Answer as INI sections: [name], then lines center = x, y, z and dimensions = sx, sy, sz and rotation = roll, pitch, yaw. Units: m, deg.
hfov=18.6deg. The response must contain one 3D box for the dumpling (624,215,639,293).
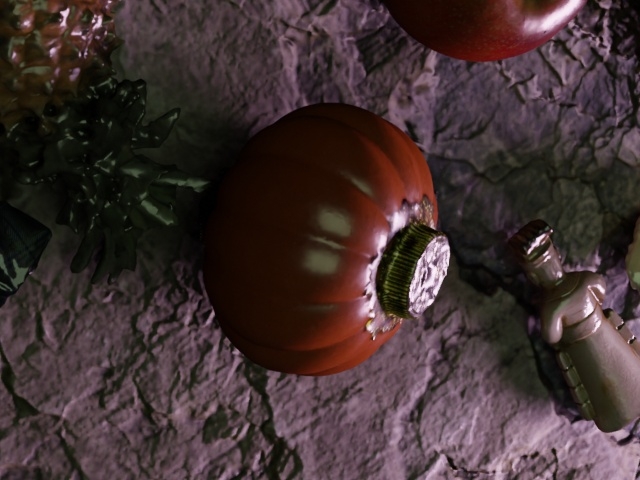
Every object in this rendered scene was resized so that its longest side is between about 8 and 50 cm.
[dumpling]
center = 0.369, 0.009, 1.779
dimensions = 0.181, 0.111, 0.155
rotation = 27, 55, -33

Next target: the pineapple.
[pineapple]
center = -0.199, -0.105, 1.470
dimensions = 0.169, 0.169, 0.340
rotation = -31, 116, -18

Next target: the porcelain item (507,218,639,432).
[porcelain item]
center = 0.227, 0.071, 1.742
dimensions = 0.084, 0.054, 0.213
rotation = -41, 113, -17

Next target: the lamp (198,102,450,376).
[lamp]
center = 0.000, 0.000, 1.547
dimensions = 0.223, 0.197, 0.223
rotation = -47, 146, -45

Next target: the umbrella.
[umbrella]
center = -0.311, -0.039, 1.470
dimensions = 0.224, 0.071, 0.080
rotation = 41, 65, -18

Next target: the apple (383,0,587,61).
[apple]
center = 0.139, -0.231, 1.595
dimensions = 0.181, 0.168, 0.181
rotation = -9, 109, -29
